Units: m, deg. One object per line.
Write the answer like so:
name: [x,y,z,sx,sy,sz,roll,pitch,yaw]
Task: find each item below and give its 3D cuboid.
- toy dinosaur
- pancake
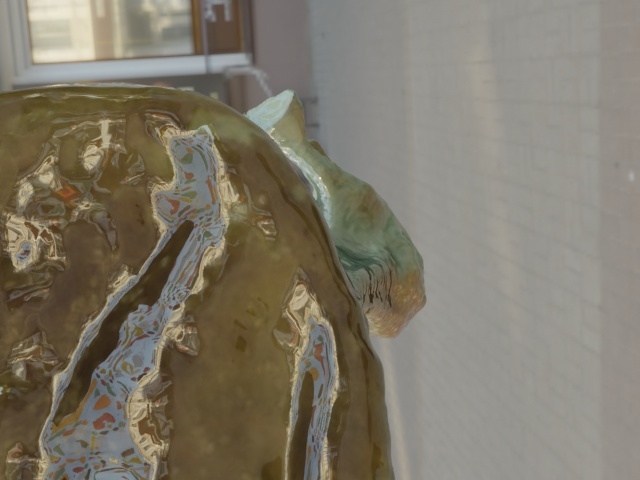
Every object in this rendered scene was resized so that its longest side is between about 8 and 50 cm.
toy dinosaur: [0.000,0.000,0.620,0.205,0.092,0.393,50,178,-25]
pancake: [-0.104,0.074,0.413,0.049,0.294,0.294,119,146,-73]
